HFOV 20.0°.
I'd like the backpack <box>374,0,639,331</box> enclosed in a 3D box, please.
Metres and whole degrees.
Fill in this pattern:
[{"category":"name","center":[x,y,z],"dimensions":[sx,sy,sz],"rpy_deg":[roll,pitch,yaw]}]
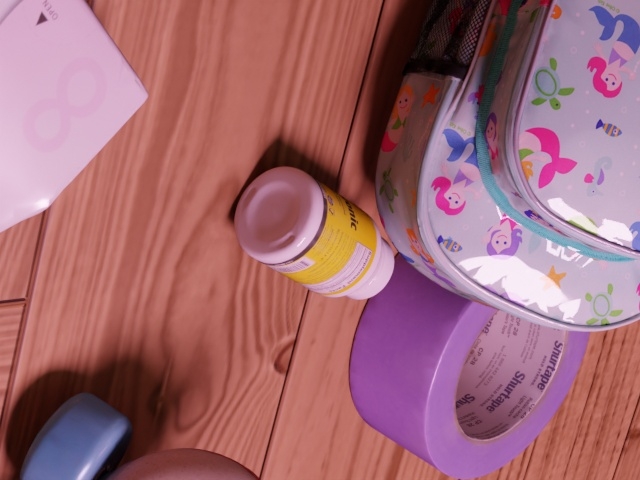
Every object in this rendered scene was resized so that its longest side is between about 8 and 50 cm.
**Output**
[{"category":"backpack","center":[0.164,-0.068,1.201],"dimensions":[0.225,0.191,0.254],"rpy_deg":[25,92,-20]}]

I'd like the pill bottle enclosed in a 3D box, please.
[{"category":"pill bottle","center":[0.000,0.000,1.190],"dimensions":[0.116,0.065,0.065],"rpy_deg":[32,87,-53]}]

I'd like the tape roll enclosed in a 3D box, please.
[{"category":"tape roll","center":[0.115,0.078,1.359],"dimensions":[0.189,0.080,0.189],"rpy_deg":[-28,133,-36]}]

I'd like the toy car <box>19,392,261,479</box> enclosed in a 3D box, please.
[{"category":"toy car","center":[-0.101,0.238,1.163],"dimensions":[0.210,0.219,0.238],"rpy_deg":[-56,171,-8]}]

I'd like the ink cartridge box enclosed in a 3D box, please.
[{"category":"ink cartridge box","center":[-0.215,-0.057,0.920],"dimensions":[0.232,0.066,0.189],"rpy_deg":[-53,142,-17]}]
